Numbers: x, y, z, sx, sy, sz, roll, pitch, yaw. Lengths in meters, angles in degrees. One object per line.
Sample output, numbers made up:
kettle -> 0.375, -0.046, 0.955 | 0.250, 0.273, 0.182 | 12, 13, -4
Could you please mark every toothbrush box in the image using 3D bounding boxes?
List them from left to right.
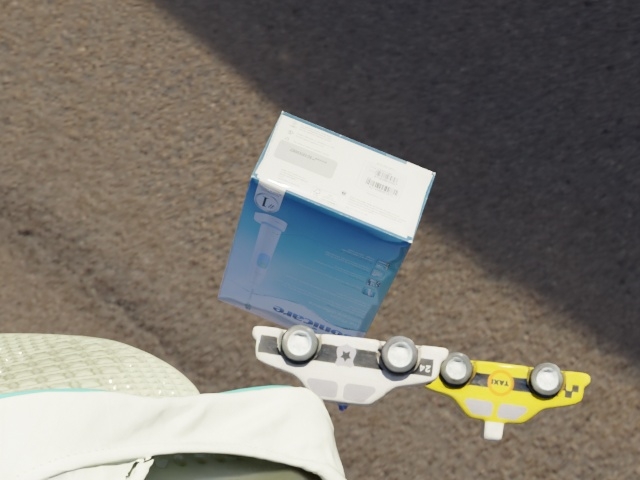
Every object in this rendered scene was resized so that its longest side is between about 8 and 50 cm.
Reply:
toothbrush box -> 0.000, 0.000, 1.511 | 0.216, 0.126, 0.296 | 22, 142, 1

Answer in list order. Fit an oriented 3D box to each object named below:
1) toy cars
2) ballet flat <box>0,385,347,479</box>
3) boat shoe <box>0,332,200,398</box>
toy cars -> 0.105, 0.151, 1.147 | 0.176, 0.393, 0.087 | -5, 76, 52
ballet flat -> -0.127, 0.176, 0.787 | 0.139, 0.400, 0.139 | -3, 86, 47
boat shoe -> -0.329, 0.188, 1.135 | 0.500, 0.187, 0.156 | -1, 102, 26
